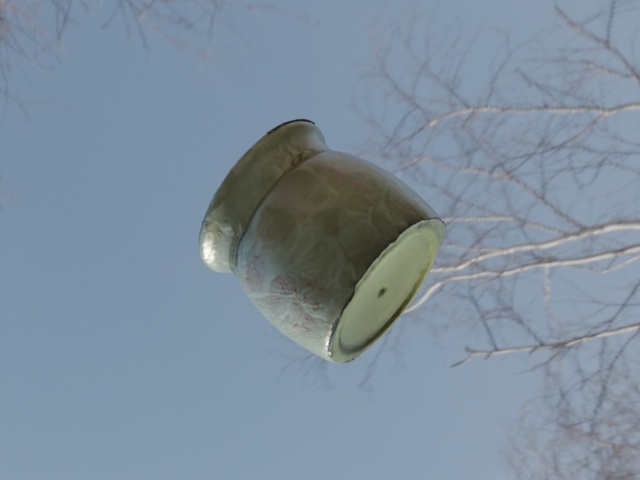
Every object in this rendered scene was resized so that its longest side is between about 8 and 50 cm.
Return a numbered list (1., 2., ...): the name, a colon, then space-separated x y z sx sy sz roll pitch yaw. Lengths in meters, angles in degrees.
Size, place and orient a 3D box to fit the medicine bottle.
1. medicine bottle: 0.000 0.000 0.824 0.143 0.147 0.147 37 -112 23
